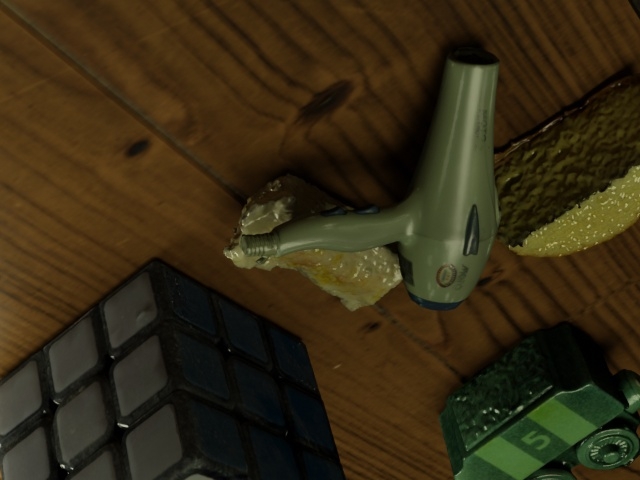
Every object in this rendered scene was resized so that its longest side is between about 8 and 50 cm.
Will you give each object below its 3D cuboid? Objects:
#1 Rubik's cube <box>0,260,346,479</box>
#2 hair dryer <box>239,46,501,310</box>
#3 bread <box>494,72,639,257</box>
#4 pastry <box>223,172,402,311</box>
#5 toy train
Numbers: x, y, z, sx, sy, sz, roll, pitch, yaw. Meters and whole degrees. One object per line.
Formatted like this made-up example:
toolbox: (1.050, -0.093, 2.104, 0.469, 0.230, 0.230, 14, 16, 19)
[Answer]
Rubik's cube: (-0.181, 0.260, 1.522, 0.303, 0.305, 0.301, -38, 135, 20)
hair dryer: (0.093, -0.078, 1.357, 0.298, 0.119, 0.296, 14, 108, -33)
bread: (0.308, -0.070, 1.470, 0.260, 0.129, 0.134, -35, 144, 20)
pastry: (-0.002, 0.005, 1.460, 0.258, 0.089, 0.121, 23, 112, -37)
toy train: (0.324, 0.263, 1.838, 0.299, 0.167, 0.238, -40, 126, 22)
